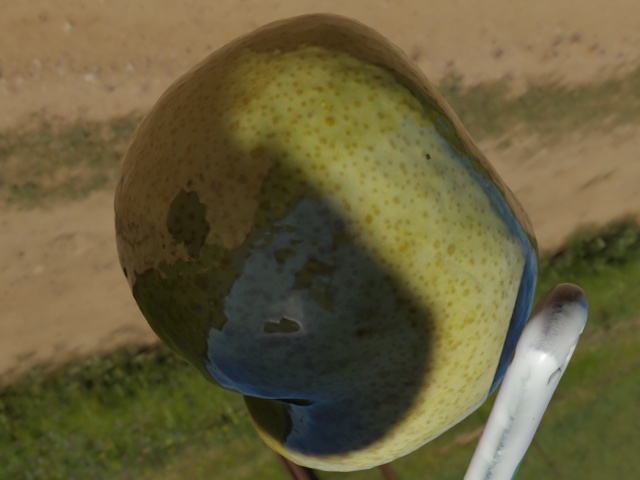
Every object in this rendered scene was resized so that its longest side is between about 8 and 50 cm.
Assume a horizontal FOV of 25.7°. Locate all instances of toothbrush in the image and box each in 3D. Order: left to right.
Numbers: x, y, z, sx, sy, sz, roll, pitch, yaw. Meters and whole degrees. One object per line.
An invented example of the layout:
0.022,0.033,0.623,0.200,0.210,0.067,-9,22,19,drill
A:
0.068,0.132,0.584,0.042,0.040,0.418,-54,165,-27,toothbrush

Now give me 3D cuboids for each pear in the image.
0.000,0.000,0.525,0.136,0.167,0.167,-42,161,3,pear
